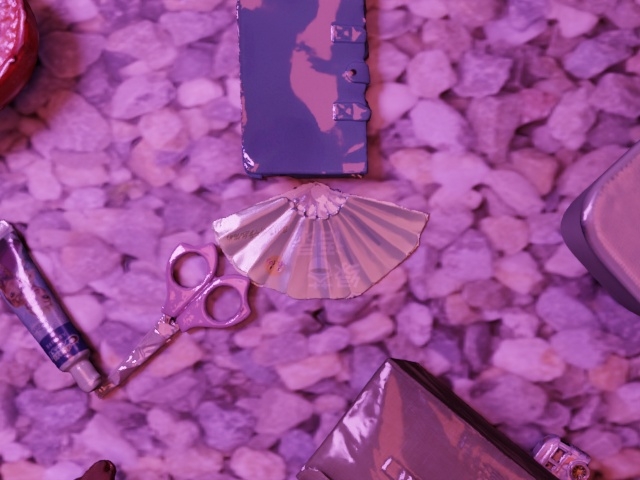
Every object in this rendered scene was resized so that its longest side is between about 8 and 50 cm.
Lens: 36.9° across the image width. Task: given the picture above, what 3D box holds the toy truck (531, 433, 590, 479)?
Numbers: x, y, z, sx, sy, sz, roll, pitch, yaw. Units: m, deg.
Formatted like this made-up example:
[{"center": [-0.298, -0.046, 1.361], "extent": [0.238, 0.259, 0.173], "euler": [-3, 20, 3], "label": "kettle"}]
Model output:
[{"center": [0.225, 0.260, 1.003], "extent": [0.063, 0.052, 0.123], "euler": [37, 92, 10], "label": "toy truck"}]

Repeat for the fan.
[{"center": [0.000, 0.000, 1.047], "extent": [0.240, 0.009, 0.131], "euler": [-3, 90, 3], "label": "fan"}]

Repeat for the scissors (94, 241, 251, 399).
[{"center": [-0.171, 0.097, 1.047], "extent": [0.212, 0.021, 0.110], "euler": [-45, 84, 0], "label": "scissors"}]

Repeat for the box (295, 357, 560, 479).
[{"center": [0.121, 0.243, 0.929], "extent": [0.231, 0.155, 0.149], "euler": [38, 93, 20], "label": "box"}]

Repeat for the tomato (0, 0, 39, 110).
[{"center": [-0.406, -0.207, 1.033], "extent": [0.227, 0.101, 0.228], "euler": [-1, 80, 6], "label": "tomato"}]

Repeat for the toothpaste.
[{"center": [-0.309, 0.076, 1.049], "extent": [0.062, 0.037, 0.216], "euler": [-38, 82, 3], "label": "toothpaste"}]

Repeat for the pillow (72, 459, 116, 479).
[{"center": [-0.283, 0.433, 0.998], "extent": [0.305, 0.108, 0.308], "euler": [-29, 87, -1], "label": "pillow"}]

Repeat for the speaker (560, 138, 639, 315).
[{"center": [0.428, -0.091, 0.935], "extent": [0.406, 0.184, 0.183], "euler": [-42, 87, 1], "label": "speaker"}]

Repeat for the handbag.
[{"center": [-0.017, -0.177, 1.033], "extent": [0.144, 0.057, 0.221], "euler": [-1, 87, -4], "label": "handbag"}]
